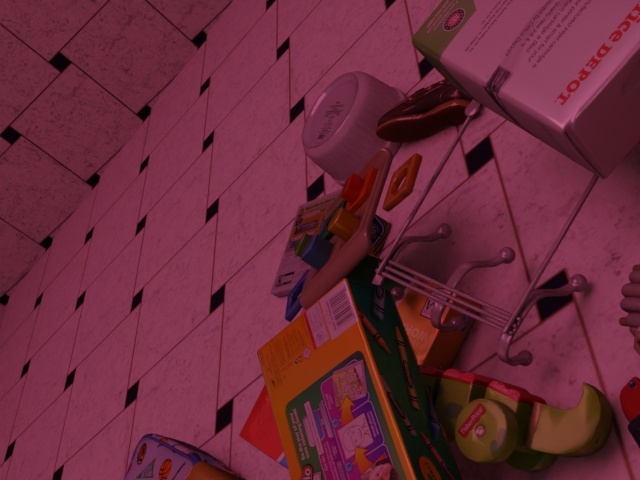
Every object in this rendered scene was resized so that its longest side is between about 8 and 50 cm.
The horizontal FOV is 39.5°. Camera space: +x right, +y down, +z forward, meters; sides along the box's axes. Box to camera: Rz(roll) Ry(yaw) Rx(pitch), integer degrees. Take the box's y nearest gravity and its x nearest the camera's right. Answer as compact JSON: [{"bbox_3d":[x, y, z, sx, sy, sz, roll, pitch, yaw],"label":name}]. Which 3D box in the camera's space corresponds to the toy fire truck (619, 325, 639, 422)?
[{"bbox_3d":[0.338,0.095,0.827,0.192,0.135,0.047,-51,28,16],"label":"toy fire truck"}]

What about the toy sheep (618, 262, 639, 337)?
[{"bbox_3d":[0.347,0.063,0.906,0.091,0.091,0.132,3,80,60],"label":"toy sheep"}]

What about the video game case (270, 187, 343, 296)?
[{"bbox_3d":[0.000,0.000,1.616,0.212,0.023,0.193,-18,48,53],"label":"video game case"}]

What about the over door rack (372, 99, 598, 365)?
[{"bbox_3d":[0.224,-0.033,1.094,0.239,0.108,0.324,24,92,46],"label":"over door rack"}]

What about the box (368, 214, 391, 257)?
[{"bbox_3d":[0.051,0.036,1.459,0.059,0.054,0.169,0,64,60],"label":"box"}]

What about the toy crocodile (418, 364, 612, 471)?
[{"bbox_3d":[0.161,0.189,1.013,0.340,0.115,0.105,4,77,47],"label":"toy crocodile"}]

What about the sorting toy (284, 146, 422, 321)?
[{"bbox_3d":[0.026,-0.024,1.249,0.348,0.047,0.196,-48,20,43],"label":"sorting toy"}]

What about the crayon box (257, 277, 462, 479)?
[{"bbox_3d":[0.038,0.203,0.987,0.165,0.081,0.278,-41,51,31],"label":"crayon box"}]

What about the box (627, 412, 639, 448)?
[{"bbox_3d":[0.356,0.206,0.672,0.108,0.153,0.207,-48,30,20],"label":"box"}]

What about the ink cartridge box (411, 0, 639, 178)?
[{"bbox_3d":[0.263,-0.221,0.981,0.198,0.114,0.273,-50,44,6],"label":"ink cartridge box"}]

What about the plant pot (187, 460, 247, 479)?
[{"bbox_3d":[-0.071,0.432,1.133,0.187,0.212,0.212,5,67,48],"label":"plant pot"}]

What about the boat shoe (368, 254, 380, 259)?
[{"bbox_3d":[0.042,0.132,1.367,0.076,0.080,0.228,33,86,40],"label":"boat shoe"}]

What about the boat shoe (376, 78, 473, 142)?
[{"bbox_3d":[0.178,-0.218,1.476,0.207,0.073,0.073,-13,62,44],"label":"boat shoe"}]

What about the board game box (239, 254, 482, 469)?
[{"bbox_3d":[0.049,0.183,1.235,0.242,0.064,0.317,20,81,45],"label":"board game box"}]

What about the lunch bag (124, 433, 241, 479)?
[{"bbox_3d":[-0.257,0.466,1.498,0.303,0.115,0.243,2,67,61],"label":"lunch bag"}]

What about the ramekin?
[{"bbox_3d":[0.058,-0.210,1.632,0.207,0.109,0.207,-39,34,33],"label":"ramekin"}]
